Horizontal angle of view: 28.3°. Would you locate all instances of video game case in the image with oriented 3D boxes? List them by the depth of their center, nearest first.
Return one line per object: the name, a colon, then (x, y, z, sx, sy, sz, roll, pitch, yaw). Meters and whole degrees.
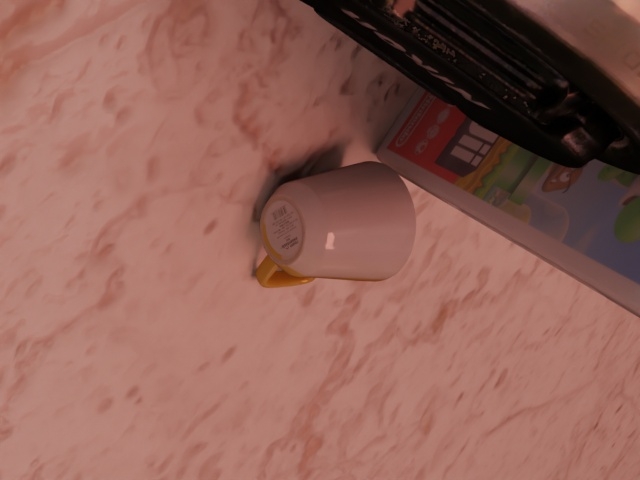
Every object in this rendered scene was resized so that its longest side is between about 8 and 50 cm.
video game case: (0.143, -0.083, 0.561, 0.025, 0.285, 0.204, 32, 93, -28)

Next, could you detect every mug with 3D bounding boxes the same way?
mug: (0.003, -0.001, 0.640, 0.064, 0.062, 0.078, -7, 119, -43)

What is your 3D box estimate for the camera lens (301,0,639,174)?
camera lens: (0.109, -0.178, 0.448, 0.274, 0.219, 0.219, -57, 150, 3)
